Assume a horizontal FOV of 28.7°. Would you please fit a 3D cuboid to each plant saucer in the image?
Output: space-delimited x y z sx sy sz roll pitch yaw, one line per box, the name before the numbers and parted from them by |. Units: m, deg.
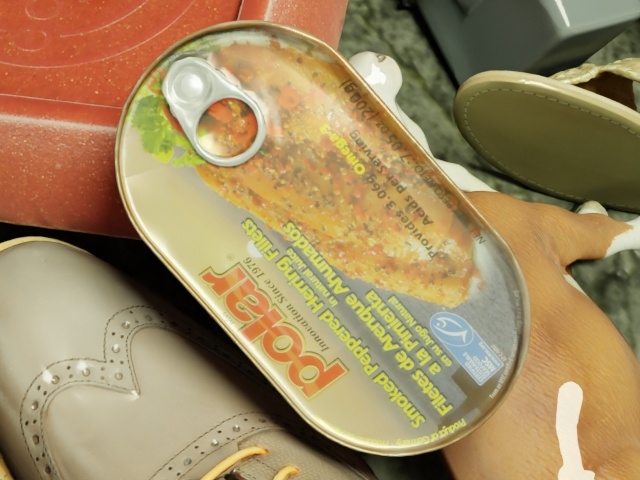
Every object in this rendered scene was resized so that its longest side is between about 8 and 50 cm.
plant saucer | -0.118 -0.127 0.596 0.259 0.048 0.258 7 59 9

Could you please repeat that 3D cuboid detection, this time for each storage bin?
storage bin | 0.104 -0.132 0.672 0.098 0.135 0.091 -17 79 -25

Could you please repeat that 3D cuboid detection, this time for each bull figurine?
bull figurine | 0.101 0.047 0.588 0.188 0.101 0.310 -13 67 -25

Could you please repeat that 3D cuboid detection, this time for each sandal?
sandal | 0.181 -0.061 0.681 0.240 0.088 0.079 21 61 -15

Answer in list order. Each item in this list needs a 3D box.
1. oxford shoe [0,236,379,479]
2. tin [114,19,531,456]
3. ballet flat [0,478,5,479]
oxford shoe | -0.010 0.117 0.495 0.363 0.133 0.130 43 59 8
tin | 0.000 0.000 0.497 0.106 0.040 0.190 -41 92 -6
ballet flat | -0.106 0.182 0.399 0.096 0.095 0.280 -26 47 -5
